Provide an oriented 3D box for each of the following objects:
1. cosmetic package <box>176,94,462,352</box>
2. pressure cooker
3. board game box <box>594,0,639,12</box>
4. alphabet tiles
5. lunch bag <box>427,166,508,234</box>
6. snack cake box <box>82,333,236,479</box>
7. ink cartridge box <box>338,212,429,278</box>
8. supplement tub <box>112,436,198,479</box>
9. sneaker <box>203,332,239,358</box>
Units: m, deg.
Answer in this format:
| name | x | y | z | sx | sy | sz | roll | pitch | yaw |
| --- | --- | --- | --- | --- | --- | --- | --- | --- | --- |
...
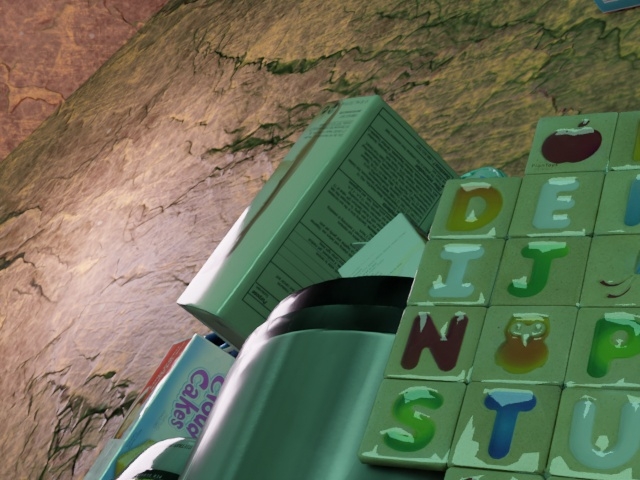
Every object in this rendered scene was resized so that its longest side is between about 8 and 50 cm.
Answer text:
| name | x | y | z | sx | sy | sz | roll | pitch | yaw |
| --- | --- | --- | --- | --- | --- | --- | --- | --- | --- |
| cosmetic package | 0.000 | 0.000 | 1.138 | 0.296 | 0.153 | 0.129 | -53 | 24 | -16 |
| pressure cooker | 0.070 | 0.225 | 0.761 | 0.370 | 0.375 | 0.420 | 12 | 54 | 16 |
| board game box | 0.505 | -0.457 | 1.315 | 0.254 | 0.079 | 0.336 | 0 | 53 | 50 |
| alphabet tiles | 0.181 | 0.040 | 0.607 | 0.285 | 0.011 | 0.342 | -2 | 48 | 30 |
| lunch bag | 0.133 | 0.056 | 1.151 | 0.279 | 0.108 | 0.224 | -38 | 32 | 13 |
| snack cake box | -0.209 | 0.254 | 1.314 | 0.264 | 0.089 | 0.152 | -58 | 9 | -18 |
| ink cartridge box | 0.093 | 0.050 | 1.016 | 0.090 | 0.092 | 0.143 | -43 | 45 | 11 |
| supplement tub | -0.174 | 0.346 | 0.921 | 0.207 | 0.207 | 0.338 | -24 | 11 | 33 |
| sneaker | -0.097 | 0.118 | 1.407 | 0.144 | 0.059 | 0.053 | -39 | 30 | 11 |
